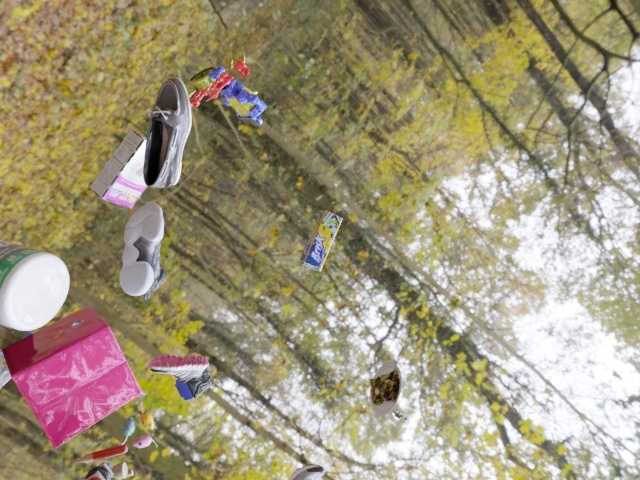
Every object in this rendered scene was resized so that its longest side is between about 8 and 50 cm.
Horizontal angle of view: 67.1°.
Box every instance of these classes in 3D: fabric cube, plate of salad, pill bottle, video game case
[{"bbox_3d":[-0.728,0.383,1.416,0.258,0.259,0.254,-29,-156,-31],"label":"fabric cube"},{"bbox_3d":[0.231,0.546,1.787,0.200,0.048,0.200,-50,-154,36],"label":"plate of salad"},{"bbox_3d":[-0.869,0.092,1.250,0.204,0.361,0.204,13,90,-77],"label":"pill bottle"},{"bbox_3d":[-0.944,0.318,1.402,0.023,0.212,0.193,25,-117,36],"label":"video game case"}]

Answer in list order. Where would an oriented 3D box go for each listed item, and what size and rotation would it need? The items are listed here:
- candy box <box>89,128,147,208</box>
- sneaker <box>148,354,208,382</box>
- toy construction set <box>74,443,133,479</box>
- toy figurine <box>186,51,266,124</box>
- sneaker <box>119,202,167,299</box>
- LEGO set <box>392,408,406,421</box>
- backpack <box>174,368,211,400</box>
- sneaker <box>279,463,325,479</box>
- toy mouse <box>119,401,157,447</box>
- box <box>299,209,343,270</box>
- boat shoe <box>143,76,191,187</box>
[{"bbox_3d":[-0.622,-0.231,1.586,0.233,0.071,0.159,-53,164,1],"label":"candy box"},{"bbox_3d":[-0.413,0.376,1.396,0.063,0.170,0.075,41,-65,49],"label":"sneaker"},{"bbox_3d":[-0.627,0.683,1.221,0.237,0.258,0.309,-11,-151,-6],"label":"toy construction set"},{"bbox_3d":[-0.282,-0.425,1.510,0.362,0.217,0.191,17,-110,54],"label":"toy figurine"},{"bbox_3d":[-0.496,0.037,1.383,0.153,0.101,0.269,99,-4,-72],"label":"sneaker"},{"bbox_3d":[0.265,0.595,1.624,0.023,0.083,0.054,-47,-140,-18],"label":"LEGO set"},{"bbox_3d":[-0.489,0.543,1.854,0.101,0.098,0.120,-20,-176,34],"label":"backpack"},{"bbox_3d":[-0.094,0.997,1.941,0.271,0.100,0.108,-32,-139,0],"label":"sneaker"},{"bbox_3d":[-0.614,0.645,1.626,0.031,0.161,0.143,-35,176,33],"label":"toy mouse"},{"bbox_3d":[0.000,0.000,1.396,0.169,0.059,0.054,-67,-163,-4],"label":"box"},{"bbox_3d":[-0.461,-0.309,1.431,0.095,0.112,0.335,-31,139,-57],"label":"boat shoe"}]
